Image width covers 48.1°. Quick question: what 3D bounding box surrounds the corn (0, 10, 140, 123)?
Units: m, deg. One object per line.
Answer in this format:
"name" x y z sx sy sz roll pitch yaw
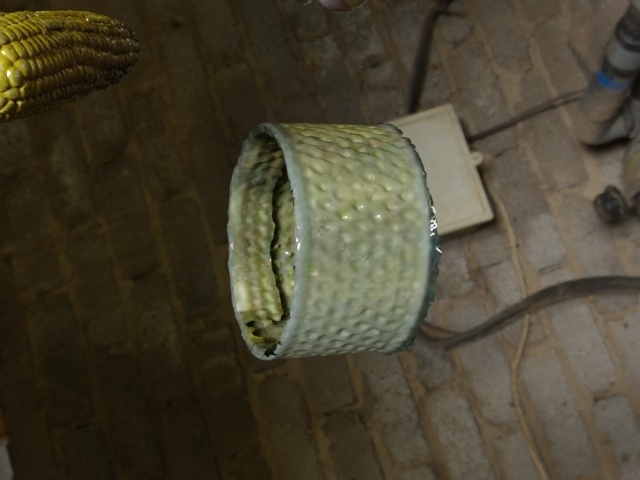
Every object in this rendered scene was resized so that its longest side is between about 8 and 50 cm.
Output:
"corn" -0.189 -0.127 0.503 0.203 0.072 0.072 -64 -42 -68

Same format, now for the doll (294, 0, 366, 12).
"doll" 0.004 -0.380 0.922 0.365 0.094 0.160 -28 -58 -65

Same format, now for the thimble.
"thimble" 0.000 0.000 0.791 0.271 0.150 0.270 179 90 -68
